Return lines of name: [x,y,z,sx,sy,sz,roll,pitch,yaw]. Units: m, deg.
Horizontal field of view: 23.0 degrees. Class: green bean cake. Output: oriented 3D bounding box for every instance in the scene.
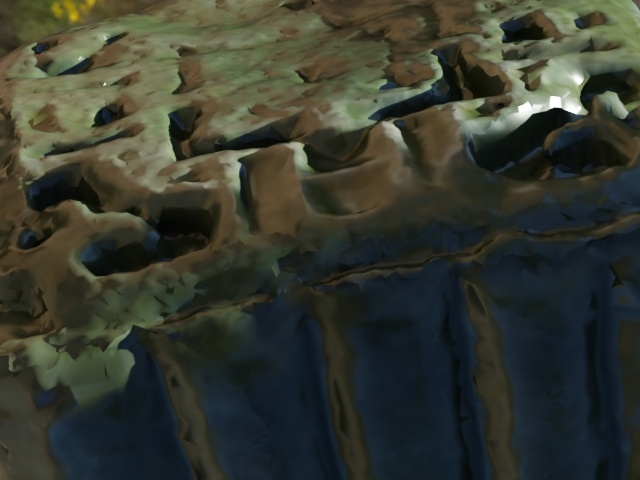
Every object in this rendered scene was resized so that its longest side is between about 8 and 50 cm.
green bean cake: [0.000,0.000,0.462,0.227,0.222,0.125,-108,-175,-62]
